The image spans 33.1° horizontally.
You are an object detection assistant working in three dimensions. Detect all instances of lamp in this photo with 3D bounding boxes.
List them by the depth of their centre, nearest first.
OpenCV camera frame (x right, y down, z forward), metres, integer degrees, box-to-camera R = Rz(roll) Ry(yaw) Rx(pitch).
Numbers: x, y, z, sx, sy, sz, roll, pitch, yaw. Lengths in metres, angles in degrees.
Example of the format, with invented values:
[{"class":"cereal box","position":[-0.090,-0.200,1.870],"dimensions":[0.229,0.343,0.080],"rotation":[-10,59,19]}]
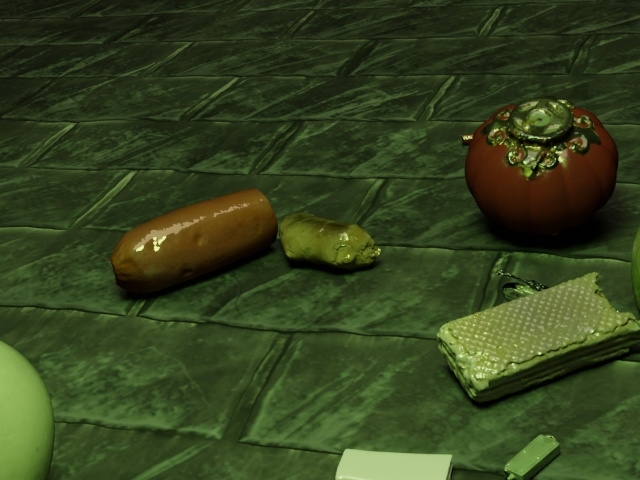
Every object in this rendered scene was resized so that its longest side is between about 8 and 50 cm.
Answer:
[{"class":"lamp","position":[0.327,-0.105,1.599],"dimensions":[0.226,0.227,0.227],"rotation":[-6,27,3]}]

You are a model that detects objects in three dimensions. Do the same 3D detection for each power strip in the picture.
[{"class":"power strip","position":[0.227,0.238,1.166],"dimensions":[0.083,0.017,0.027],"rotation":[-29,33,-35]}]

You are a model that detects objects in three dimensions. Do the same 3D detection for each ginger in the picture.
[{"class":"ginger","position":[0.001,0.001,1.627],"dimensions":[0.190,0.069,0.095],"rotation":[12,12,35]}]

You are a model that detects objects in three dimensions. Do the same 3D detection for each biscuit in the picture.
[{"class":"biscuit","position":[0.269,0.120,1.319],"dimensions":[0.238,0.062,0.108],"rotation":[-17,44,-15]}]

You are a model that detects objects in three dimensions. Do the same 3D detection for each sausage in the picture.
[{"class":"sausage","position":[-0.195,0.002,1.629],"dimensions":[0.259,0.114,0.113],"rotation":[-20,30,-24]}]

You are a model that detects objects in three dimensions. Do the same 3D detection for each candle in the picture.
[{"class":"candle","position":[0.339,-0.186,1.942],"dimensions":[0.167,0.021,0.026],"rotation":[-3,54,7]}]

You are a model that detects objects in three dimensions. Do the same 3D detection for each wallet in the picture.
[{"class":"wallet","position":[0.080,0.252,1.171],"dimensions":[0.122,0.025,0.061],"rotation":[0,30,16]}]

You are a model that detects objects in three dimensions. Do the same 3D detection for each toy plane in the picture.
[{"class":"toy plane","position":[0.286,0.076,1.428],"dimensions":[0.120,0.049,0.031],"rotation":[22,37,16]}]

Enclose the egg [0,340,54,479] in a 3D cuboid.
[{"class":"egg","position":[-0.421,0.227,1.084],"dimensions":[0.283,0.283,0.345],"rotation":[13,28,35]}]

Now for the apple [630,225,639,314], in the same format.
[{"class":"apple","position":[0.442,0.035,1.324],"dimensions":[0.120,0.193,0.265],"rotation":[-16,29,7]}]
